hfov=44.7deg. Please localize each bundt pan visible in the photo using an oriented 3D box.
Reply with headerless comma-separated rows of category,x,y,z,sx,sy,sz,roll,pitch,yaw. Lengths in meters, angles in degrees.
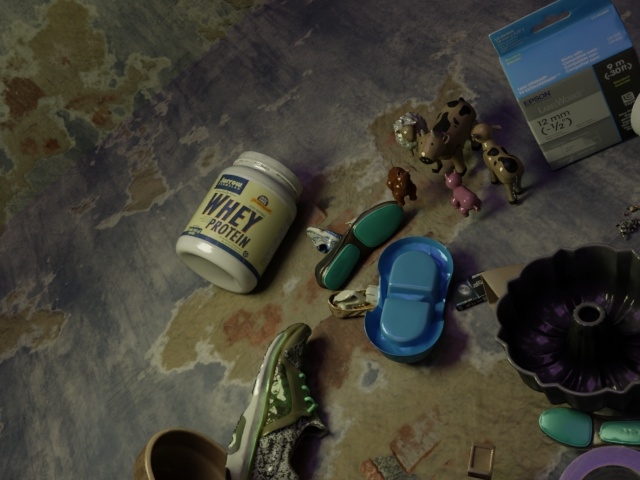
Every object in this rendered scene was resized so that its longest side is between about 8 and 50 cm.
bundt pan,0.482,0.165,1.385,0.331,0.124,0.330,-13,45,13

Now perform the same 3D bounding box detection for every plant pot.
plant pot,-0.315,0.565,1.636,0.229,0.263,0.263,-48,38,19
plant pot,0.397,0.111,1.568,0.096,0.109,0.109,-26,42,-1

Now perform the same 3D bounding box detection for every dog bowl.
dog bowl,0.196,0.131,1.691,0.166,0.074,0.297,6,58,16

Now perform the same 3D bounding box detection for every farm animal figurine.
farm animal figurine,0.311,-0.219,1.830,0.331,0.172,0.326,-3,45,20

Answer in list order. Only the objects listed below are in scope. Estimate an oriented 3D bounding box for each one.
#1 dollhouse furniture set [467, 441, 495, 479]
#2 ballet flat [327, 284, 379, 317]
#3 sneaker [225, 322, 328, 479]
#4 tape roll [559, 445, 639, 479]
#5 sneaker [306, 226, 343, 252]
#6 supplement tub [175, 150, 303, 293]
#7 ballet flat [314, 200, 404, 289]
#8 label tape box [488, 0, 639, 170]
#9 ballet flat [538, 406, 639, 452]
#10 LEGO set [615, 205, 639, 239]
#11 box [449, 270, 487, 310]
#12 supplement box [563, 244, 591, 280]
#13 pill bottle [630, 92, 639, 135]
dollhouse furniture set,0.327,0.466,1.348,0.161,0.101,0.181,9,58,13
ballet flat,0.104,0.137,1.792,0.206,0.067,0.073,-14,47,28
sneaker,-0.064,0.371,1.707,0.182,0.158,0.410,16,55,7
tape roll,0.478,0.432,1.243,0.189,0.080,0.188,-22,45,23
sneaker,0.000,0.000,2.002,0.135,0.052,0.058,13,83,57
supplement tub,-0.207,-0.049,2.064,0.236,0.235,0.324,9,62,42
ballet flat,0.083,-0.001,1.914,0.280,0.095,0.096,-45,27,-4
label tape box,0.541,-0.337,1.650,0.249,0.347,0.115,-24,44,20
ballet flat,0.482,0.332,1.337,0.213,0.068,0.072,-3,64,42
LEGO set,0.623,-0.041,1.579,0.054,0.023,0.083,-15,48,28
box,0.326,0.109,1.683,0.083,0.018,0.067,-24,45,20
supplement box,0.497,0.064,1.540,0.083,0.083,0.056,-20,45,24
pill bottle,0.764,-0.197,1.480,0.188,0.188,0.334,-41,41,1
